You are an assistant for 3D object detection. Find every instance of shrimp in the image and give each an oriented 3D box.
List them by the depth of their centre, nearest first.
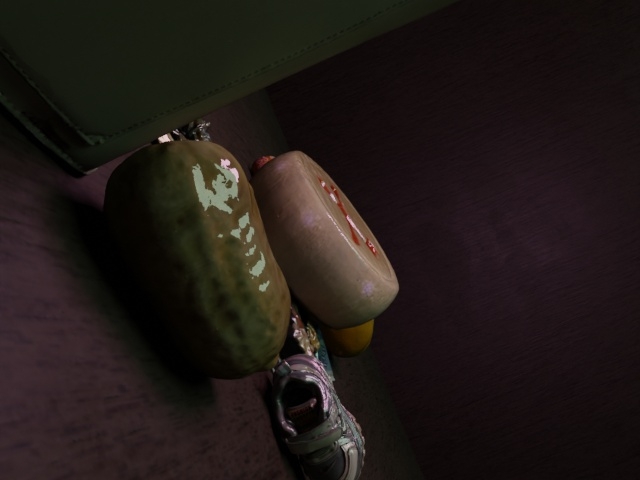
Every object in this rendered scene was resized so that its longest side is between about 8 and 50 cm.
[{"bbox_3d":[-0.185,-0.152,0.900,0.150,0.051,0.217,47,23,-56],"label":"shrimp"}]

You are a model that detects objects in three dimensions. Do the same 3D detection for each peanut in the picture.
[{"bbox_3d":[-0.094,0.026,0.594,0.137,0.122,0.253,-126,-168,-63],"label":"peanut"}]

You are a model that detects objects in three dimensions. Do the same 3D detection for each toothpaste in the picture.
[{"bbox_3d":[-0.032,0.139,1.287,0.069,0.047,0.268,108,-35,-71],"label":"toothpaste"}]

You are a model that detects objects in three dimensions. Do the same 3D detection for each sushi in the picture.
[{"bbox_3d":[-0.045,0.140,1.067,0.290,0.050,0.263,-90,156,-78],"label":"sushi"}]

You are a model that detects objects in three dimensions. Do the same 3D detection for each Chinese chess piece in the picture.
[{"bbox_3d":[0.000,0.000,1.237,0.338,0.141,0.338,49,12,-15],"label":"Chinese chess piece"}]

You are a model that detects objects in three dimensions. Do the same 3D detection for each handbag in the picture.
[{"bbox_3d":[-0.074,-0.212,0.490,0.236,0.359,0.160,62,5,-52],"label":"handbag"}]

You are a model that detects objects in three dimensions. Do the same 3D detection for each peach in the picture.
[{"bbox_3d":[0.045,0.146,1.565,0.251,0.153,0.250,-8,90,-78],"label":"peach"}]

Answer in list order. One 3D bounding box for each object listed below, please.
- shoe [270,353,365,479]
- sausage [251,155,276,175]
[{"bbox_3d":[-0.007,0.223,0.844,0.092,0.089,0.180,56,10,-74],"label":"shoe"},{"bbox_3d":[-0.091,-0.080,1.509,0.071,0.071,0.234,61,7,-56],"label":"sausage"}]
